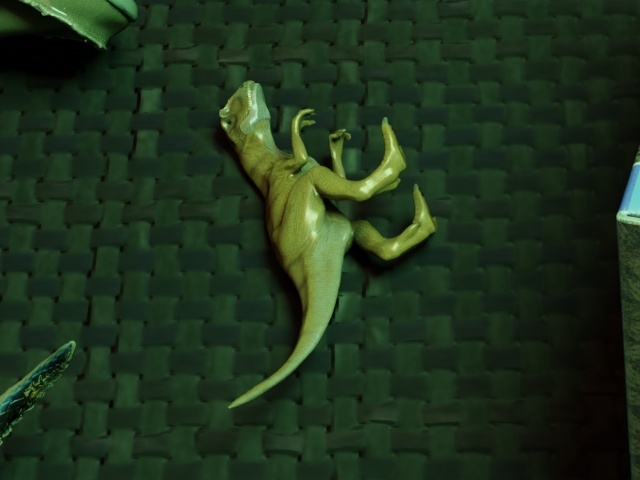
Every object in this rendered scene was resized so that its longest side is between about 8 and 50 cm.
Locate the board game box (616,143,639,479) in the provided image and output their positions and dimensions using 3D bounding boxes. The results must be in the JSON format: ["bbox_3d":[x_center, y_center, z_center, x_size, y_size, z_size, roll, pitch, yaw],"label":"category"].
[{"bbox_3d":[0.238,-0.039,0.800,0.141,0.232,0.291,10,55,19],"label":"board game box"}]

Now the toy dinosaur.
[{"bbox_3d":[0.000,0.000,0.908,0.112,0.064,0.211,-23,45,9],"label":"toy dinosaur"}]

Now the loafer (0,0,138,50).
[{"bbox_3d":[-0.219,-0.132,0.998,0.251,0.094,0.087,11,80,22],"label":"loafer"}]

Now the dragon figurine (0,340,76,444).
[{"bbox_3d":[-0.204,0.168,0.773,0.289,0.085,0.144,-29,58,-16],"label":"dragon figurine"}]
